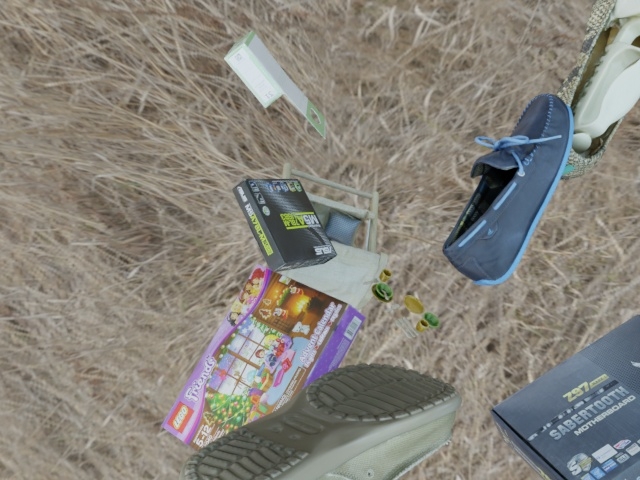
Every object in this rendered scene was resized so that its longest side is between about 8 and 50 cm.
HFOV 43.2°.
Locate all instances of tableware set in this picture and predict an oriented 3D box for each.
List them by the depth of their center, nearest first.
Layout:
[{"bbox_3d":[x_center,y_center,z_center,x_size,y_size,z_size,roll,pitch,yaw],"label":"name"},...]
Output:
[{"bbox_3d":[0.162,0.118,1.569,0.154,0.104,0.024,50,128,22],"label":"tableware set"}]

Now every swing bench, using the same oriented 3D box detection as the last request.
[{"bbox_3d":[0.000,0.000,1.798,0.253,0.165,0.254,15,50,-27],"label":"swing bench"}]

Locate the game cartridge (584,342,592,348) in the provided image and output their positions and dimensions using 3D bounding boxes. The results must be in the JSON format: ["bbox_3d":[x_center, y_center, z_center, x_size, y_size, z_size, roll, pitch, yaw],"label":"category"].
[{"bbox_3d":[0.523,0.239,1.513,0.083,0.017,0.056,39,109,23],"label":"game cartridge"}]

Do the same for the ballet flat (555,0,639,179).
[{"bbox_3d":[0.542,-0.325,1.445,0.164,0.182,0.482,29,83,-9],"label":"ballet flat"}]

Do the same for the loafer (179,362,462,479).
[{"bbox_3d":[0.008,0.170,0.624,0.102,0.269,0.092,20,114,44],"label":"loafer"}]

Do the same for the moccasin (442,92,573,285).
[{"bbox_3d":[0.295,-0.098,1.258,0.117,0.138,0.341,30,68,-15],"label":"moccasin"}]

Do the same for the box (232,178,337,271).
[{"bbox_3d":[-0.067,-0.033,1.580,0.045,0.191,0.184,-36,74,29],"label":"box"}]

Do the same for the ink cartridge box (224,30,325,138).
[{"bbox_3d":[-0.083,-0.292,1.574,0.056,0.171,0.235,-35,108,13],"label":"ink cartridge box"}]

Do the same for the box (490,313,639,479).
[{"bbox_3d":[0.338,0.194,0.912,0.233,0.183,0.059,-30,115,-8],"label":"box"}]

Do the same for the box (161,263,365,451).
[{"bbox_3d":[-0.088,0.197,1.205,0.201,0.057,0.293,20,76,40],"label":"box"}]
